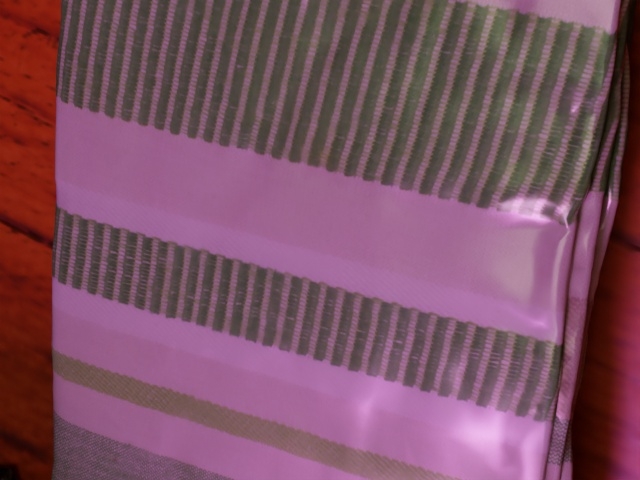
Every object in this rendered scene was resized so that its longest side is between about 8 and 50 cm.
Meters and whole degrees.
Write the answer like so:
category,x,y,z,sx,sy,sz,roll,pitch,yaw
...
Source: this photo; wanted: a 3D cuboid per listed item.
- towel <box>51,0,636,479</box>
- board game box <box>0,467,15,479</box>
category,x,y,z,sx,sy,sz,roll,pitch,yaw
towel,0.000,0.000,0.709,0.248,0.038,0.325,15,116,22
board game box,-0.219,0.193,0.830,0.194,0.194,0.060,-1,127,28
